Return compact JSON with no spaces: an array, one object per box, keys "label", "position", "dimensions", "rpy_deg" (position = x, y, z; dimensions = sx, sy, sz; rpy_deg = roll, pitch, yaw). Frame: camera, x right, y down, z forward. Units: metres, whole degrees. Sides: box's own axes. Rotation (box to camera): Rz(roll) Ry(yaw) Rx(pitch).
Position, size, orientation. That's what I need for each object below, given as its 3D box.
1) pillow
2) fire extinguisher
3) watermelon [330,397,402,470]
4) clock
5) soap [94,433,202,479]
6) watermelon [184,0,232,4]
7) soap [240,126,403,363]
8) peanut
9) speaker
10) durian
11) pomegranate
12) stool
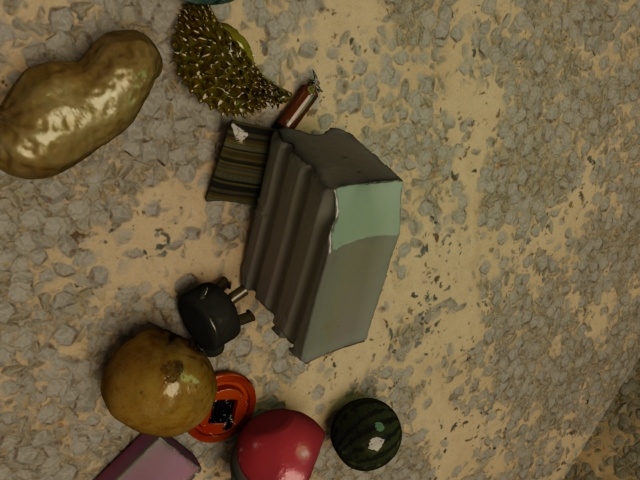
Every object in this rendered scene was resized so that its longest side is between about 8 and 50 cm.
[{"label":"pillow","position":[-0.151,-0.174,1.553],"dimensions":[0.208,0.052,0.212],"rpy_deg":[4,120,-33]},{"label":"fire extinguisher","position":[-0.053,-0.324,1.575],"dimensions":[0.062,0.050,0.177],"rpy_deg":[37,86,-29]},{"label":"watermelon","position":[0.136,0.569,1.932],"dimensions":[0.212,0.212,0.212],"rpy_deg":[-11,113,-28]},{"label":"clock","position":[-0.264,0.442,1.731],"dimensions":[0.205,0.051,0.205],"rpy_deg":[-11,112,-28]},{"label":"soap","position":[-0.455,0.616,1.661],"dimensions":[0.259,0.081,0.181],"rpy_deg":[-45,124,-8]},{"label":"watermelon","position":[-0.190,-0.604,1.276],"dimensions":[0.188,0.175,0.321],"rpy_deg":[33,89,-6]},{"label":"soap","position":[0.000,0.000,1.509],"dimensions":[0.213,0.350,0.434],"rpy_deg":[-5,124,-31]},{"label":"peanut","position":[-0.473,-0.269,1.270],"dimensions":[0.387,0.170,0.192],"rpy_deg":[-41,119,-17]},{"label":"speaker","position":[-0.109,0.605,1.749],"dimensions":[0.294,0.294,0.294],"rpy_deg":[-11,113,-28]},{"label":"durian","position":[-0.199,-0.375,1.424],"dimensions":[0.306,0.166,0.172],"rpy_deg":[37,124,-23]},{"label":"pomegranate","position":[-0.366,0.329,1.510],"dimensions":[0.261,0.260,0.260],"rpy_deg":[-11,113,-28]},{"label":"stool","position":[-0.258,0.183,1.596],"dimensions":[0.139,0.228,0.153],"rpy_deg":[-31,77,-33]}]
